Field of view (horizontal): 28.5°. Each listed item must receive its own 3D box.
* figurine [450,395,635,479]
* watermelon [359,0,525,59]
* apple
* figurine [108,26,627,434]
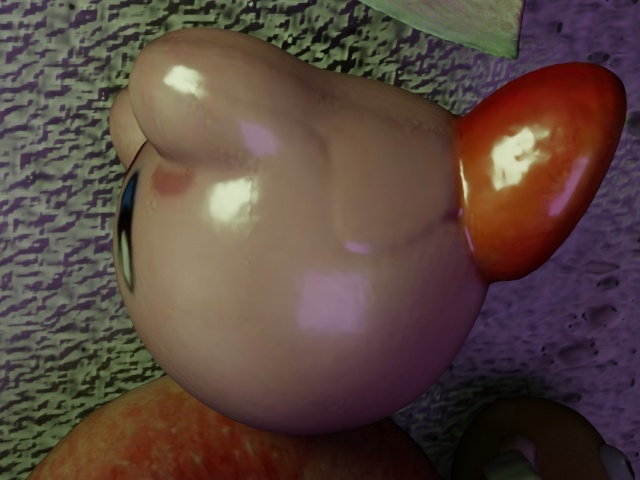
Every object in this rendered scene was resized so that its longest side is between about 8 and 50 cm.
[{"bbox_3d":[0.170,0.260,0.964,0.167,0.285,0.342,-2,154,-9],"label":"figurine"},{"bbox_3d":[0.026,-0.300,0.611,0.222,0.319,0.292,-56,170,-17],"label":"watermelon"},{"bbox_3d":[-0.072,0.238,0.865,0.344,0.269,0.345,-2,102,-11],"label":"apple"},{"bbox_3d":[0.007,0.006,0.724,0.261,0.269,0.211,5,86,-16],"label":"figurine"}]
